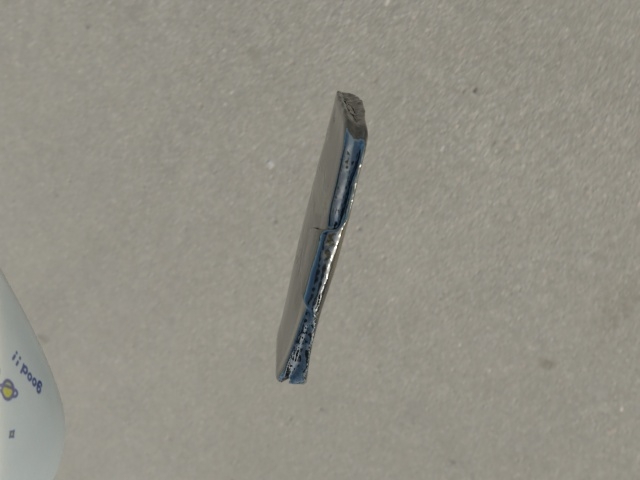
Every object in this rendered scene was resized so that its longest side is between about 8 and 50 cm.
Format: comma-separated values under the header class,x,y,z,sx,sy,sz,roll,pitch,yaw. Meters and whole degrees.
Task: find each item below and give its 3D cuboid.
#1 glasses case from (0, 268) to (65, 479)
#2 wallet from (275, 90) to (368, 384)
class,x,y,z,sx,sy,sz,roll,pitch,yaw
glasses case,-0.156,0.027,0.380,0.049,0.076,0.197,-10,118,22
wallet,0.000,0.000,0.550,0.018,0.082,0.156,12,112,-7
